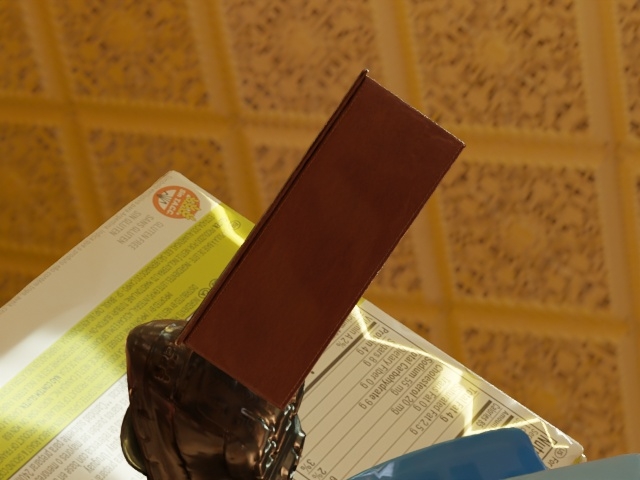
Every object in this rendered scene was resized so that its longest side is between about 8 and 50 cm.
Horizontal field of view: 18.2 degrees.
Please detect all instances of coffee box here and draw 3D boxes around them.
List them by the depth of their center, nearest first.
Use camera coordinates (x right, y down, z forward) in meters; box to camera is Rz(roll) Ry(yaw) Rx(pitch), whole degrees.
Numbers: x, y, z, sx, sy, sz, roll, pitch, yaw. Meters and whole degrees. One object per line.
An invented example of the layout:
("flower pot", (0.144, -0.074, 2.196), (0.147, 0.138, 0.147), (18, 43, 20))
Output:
("coffee box", (-0.093, 0.235, 1.241), (0.334, 0.338, 0.337), (33, -44, 15))

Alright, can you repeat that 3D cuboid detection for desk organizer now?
("desk organizer", (0.000, 0.000, 0.792), (0.050, 0.047, 0.130), (35, -90, -2))

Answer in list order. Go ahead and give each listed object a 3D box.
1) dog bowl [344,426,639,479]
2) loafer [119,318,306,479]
("dog bowl", (0.132, 0.110, 0.632), (0.297, 0.166, 0.074), (-12, -75, 3))
("loafer", (-0.052, 0.092, 0.926), (0.078, 0.076, 0.223), (24, -23, 9))
